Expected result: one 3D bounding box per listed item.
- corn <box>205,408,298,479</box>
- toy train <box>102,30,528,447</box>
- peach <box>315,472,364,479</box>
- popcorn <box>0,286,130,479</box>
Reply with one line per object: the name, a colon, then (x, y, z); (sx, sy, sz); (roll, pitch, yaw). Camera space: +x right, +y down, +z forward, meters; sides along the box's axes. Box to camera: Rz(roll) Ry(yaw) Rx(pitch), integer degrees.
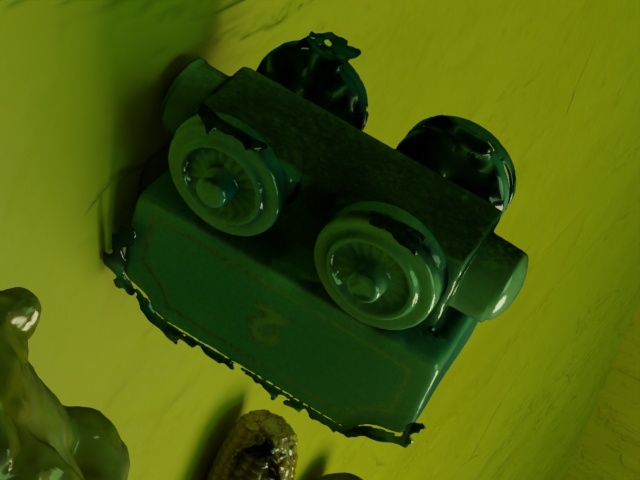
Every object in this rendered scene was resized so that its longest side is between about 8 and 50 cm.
corn: (-0.069, 0.221, 1.014); (0.072, 0.072, 0.203); (-15, 129, -64)
toy train: (0.000, 0.000, 0.708); (0.112, 0.203, 0.163); (-47, 164, -43)
peach: (0.017, 0.251, 1.242); (0.083, 0.083, 0.083); (-50, 157, -31)
popcorn: (-0.154, 0.089, 0.507); (0.142, 0.173, 0.173); (-45, 156, -64)
